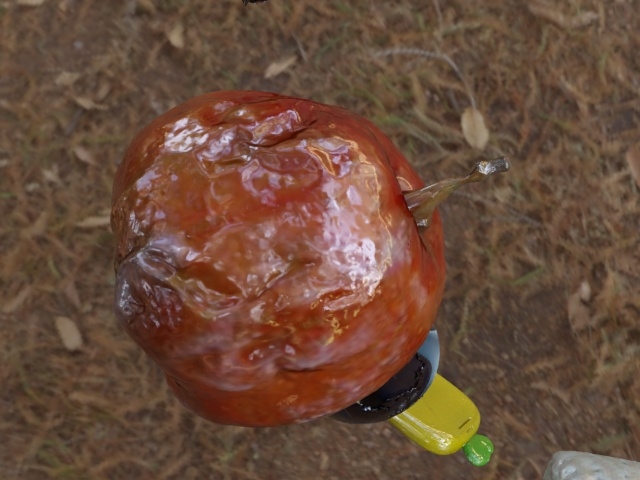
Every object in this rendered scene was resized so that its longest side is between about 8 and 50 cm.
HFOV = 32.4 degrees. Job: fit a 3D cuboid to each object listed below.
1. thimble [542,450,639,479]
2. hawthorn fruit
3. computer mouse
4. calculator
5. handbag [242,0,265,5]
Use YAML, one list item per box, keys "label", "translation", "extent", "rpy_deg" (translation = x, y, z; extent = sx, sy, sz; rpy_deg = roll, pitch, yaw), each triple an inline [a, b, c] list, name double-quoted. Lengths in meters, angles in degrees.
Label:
- label: "thimble"
  translation: [0.445, 0.495, 1.765]
  extent: [0.195, 0.291, 0.292]
  rpy_deg: [10, 74, 5]
- label: "hawthorn fruit"
  translation: [0.000, 0.000, 0.741]
  extent: [0.271, 0.242, 0.242]
  rpy_deg: [-15, 66, 14]
- label: "computer mouse"
  translation: [0.012, 0.072, 0.998]
  extent: [0.137, 0.096, 0.233]
  rpy_deg: [-41, 100, 1]
- label: "calculator"
  translation: [0.146, 0.230, 1.545]
  extent: [0.235, 0.146, 0.032]
  rpy_deg: [36, 121, 18]
- label: "handbag"
  translation: [-0.023, -0.395, 1.403]
  extent: [0.215, 0.155, 0.169]
  rpy_deg: [-14, 77, -25]
